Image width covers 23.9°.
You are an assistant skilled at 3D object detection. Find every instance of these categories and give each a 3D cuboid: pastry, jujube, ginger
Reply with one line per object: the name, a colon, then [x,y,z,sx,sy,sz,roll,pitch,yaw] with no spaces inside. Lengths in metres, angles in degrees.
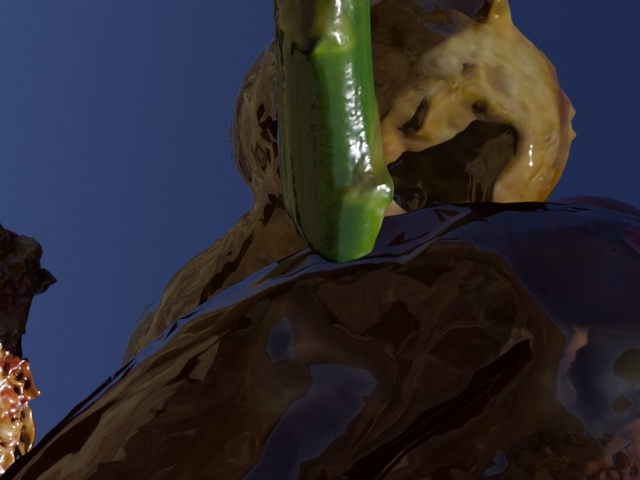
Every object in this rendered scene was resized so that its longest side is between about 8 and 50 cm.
pastry: [-0.178,0.067,0.690,0.063,0.087,0.169,8,-90,51]
jujube: [0.024,0.145,0.461,0.276,0.377,0.276,36,-28,22]
ginger: [-0.005,0.010,0.770,0.274,0.152,0.357,-107,-142,-64]

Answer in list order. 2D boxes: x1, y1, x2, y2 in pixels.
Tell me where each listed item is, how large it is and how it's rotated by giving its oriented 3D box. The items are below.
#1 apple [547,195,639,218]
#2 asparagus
apple: [0.222,0.094,1.243,0.216,0.260,0.260,-34,-130,20]
asparagus: [0.002,-0.047,0.333,0.021,0.025,0.108,-131,-147,-56]
